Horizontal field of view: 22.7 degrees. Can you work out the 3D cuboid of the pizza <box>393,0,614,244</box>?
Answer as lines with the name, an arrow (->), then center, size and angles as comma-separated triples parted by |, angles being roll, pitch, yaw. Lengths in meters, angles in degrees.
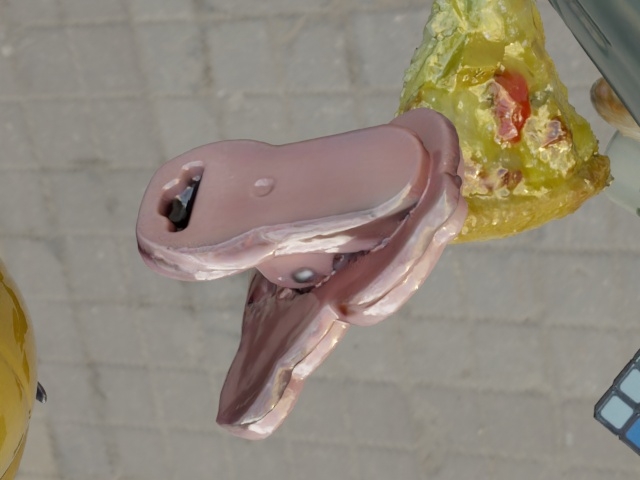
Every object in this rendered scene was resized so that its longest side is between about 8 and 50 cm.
pizza -> 0.140, -0.137, 1.394 | 0.075, 0.280, 0.287 | 15, 120, 56

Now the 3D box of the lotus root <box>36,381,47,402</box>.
lotus root -> -0.274, 0.031, 1.044 | 0.260, 0.074, 0.170 | 59, 148, 18

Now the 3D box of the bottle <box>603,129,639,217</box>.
bottle -> 0.413, -0.039, 1.628 | 0.253, 0.120, 0.120 | 36, 131, 40

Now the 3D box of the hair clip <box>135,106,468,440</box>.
hair clip -> 0.005, 0.007, 0.658 | 0.138, 0.123, 0.102 | -12, 138, 19

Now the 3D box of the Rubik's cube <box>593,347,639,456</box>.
Rubik's cube -> 0.420, 0.154, 1.643 | 0.184, 0.187, 0.182 | 40, 109, 15

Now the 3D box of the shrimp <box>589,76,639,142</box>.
shrimp -> 0.375, -0.081, 1.419 | 0.317, 0.168, 0.077 | 22, 91, -24

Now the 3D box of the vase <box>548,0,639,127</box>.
vase -> 0.184, -0.148, 0.780 | 0.301, 0.156, 0.251 | 55, 130, 35

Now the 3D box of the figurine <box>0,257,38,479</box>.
figurine -> -0.225, 0.081, 0.779 | 0.257, 0.167, 0.192 | 118, 146, -57
